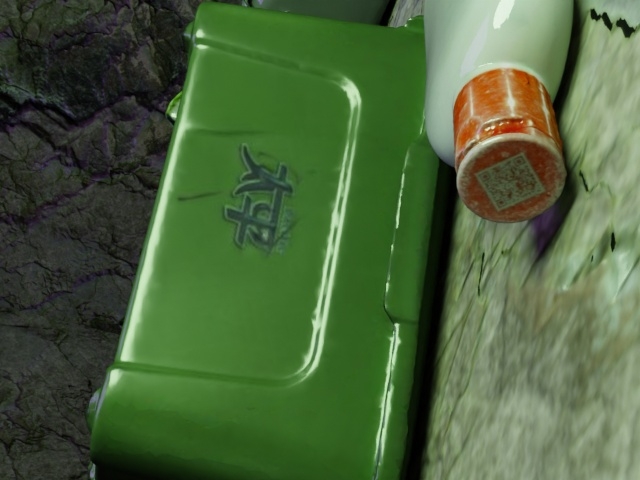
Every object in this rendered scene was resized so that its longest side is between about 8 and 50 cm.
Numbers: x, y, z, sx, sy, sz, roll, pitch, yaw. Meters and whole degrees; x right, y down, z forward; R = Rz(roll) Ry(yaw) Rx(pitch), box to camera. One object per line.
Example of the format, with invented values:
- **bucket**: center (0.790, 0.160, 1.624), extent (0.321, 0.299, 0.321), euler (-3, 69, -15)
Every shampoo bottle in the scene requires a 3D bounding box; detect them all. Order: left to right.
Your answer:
- **shampoo bottle**: center (0.079, -0.088, 0.469), extent (0.221, 0.051, 0.108), euler (-83, 12, -52)

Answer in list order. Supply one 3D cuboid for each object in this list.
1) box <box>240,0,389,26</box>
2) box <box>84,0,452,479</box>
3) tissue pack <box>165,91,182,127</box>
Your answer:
- **box**: center (0.019, -0.326, 1.153), extent (0.243, 0.163, 0.135), euler (-80, 16, -47)
- **box**: center (-0.034, 0.026, 0.643), extent (0.252, 0.178, 0.328), euler (113, 170, -64)
- **tissue pack**: center (-0.054, -0.120, 1.059), extent (0.073, 0.173, 0.235), euler (-37, 13, 24)
